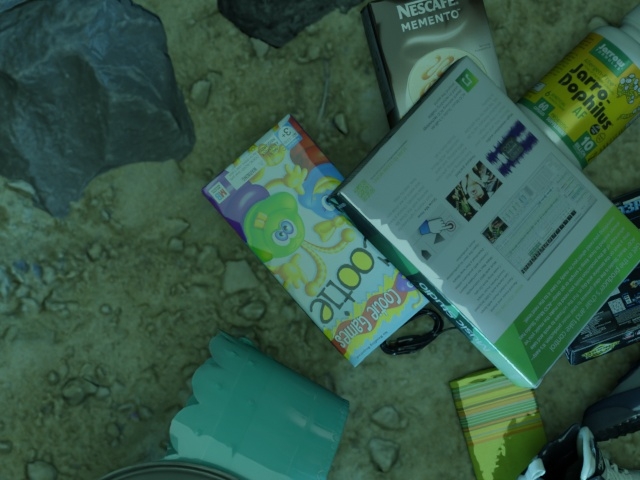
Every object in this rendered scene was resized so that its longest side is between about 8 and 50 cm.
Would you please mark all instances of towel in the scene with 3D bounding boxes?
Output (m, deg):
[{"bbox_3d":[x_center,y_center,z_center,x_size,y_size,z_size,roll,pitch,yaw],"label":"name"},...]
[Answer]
[{"bbox_3d":[0.243,0.277,1.691,0.102,0.021,0.237,-15,93,3],"label":"towel"}]

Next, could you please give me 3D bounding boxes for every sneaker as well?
[{"bbox_3d":[0.452,0.137,1.659,0.319,0.112,0.131,-29,69,3],"label":"sneaker"},{"bbox_3d":[0.344,0.289,1.609,0.235,0.094,0.153,2,136,-8],"label":"sneaker"}]

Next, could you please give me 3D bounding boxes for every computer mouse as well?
[{"bbox_3d":[0.195,0.113,1.675,0.242,0.041,0.071,-6,75,7],"label":"computer mouse"}]

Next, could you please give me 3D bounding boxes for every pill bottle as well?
[{"bbox_3d":[0.343,-0.187,1.620,0.208,0.117,0.117,-43,93,1],"label":"pill bottle"}]

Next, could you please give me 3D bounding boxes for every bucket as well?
[{"bbox_3d":[-0.095,0.264,1.564,0.183,0.281,0.281,24,92,-1],"label":"bucket"}]

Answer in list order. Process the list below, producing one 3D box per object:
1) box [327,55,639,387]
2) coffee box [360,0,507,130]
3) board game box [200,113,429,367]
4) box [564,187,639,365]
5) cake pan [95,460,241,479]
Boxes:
[{"bbox_3d":[0.200,-0.020,1.536,0.322,0.058,0.232,45,76,-5],"label":"box"},{"bbox_3d":[0.148,-0.185,1.625,0.141,0.098,0.247,-16,93,-3],"label":"coffee box"},{"bbox_3d":[0.000,0.000,1.605,0.144,0.142,0.275,-41,91,-1],"label":"board game box"},{"bbox_3d":[0.375,0.035,1.624,0.220,0.051,0.175,-21,61,0],"label":"box"},{"bbox_3d":[-0.161,0.382,1.450,0.293,0.054,0.293,2,111,4],"label":"cake pan"}]
